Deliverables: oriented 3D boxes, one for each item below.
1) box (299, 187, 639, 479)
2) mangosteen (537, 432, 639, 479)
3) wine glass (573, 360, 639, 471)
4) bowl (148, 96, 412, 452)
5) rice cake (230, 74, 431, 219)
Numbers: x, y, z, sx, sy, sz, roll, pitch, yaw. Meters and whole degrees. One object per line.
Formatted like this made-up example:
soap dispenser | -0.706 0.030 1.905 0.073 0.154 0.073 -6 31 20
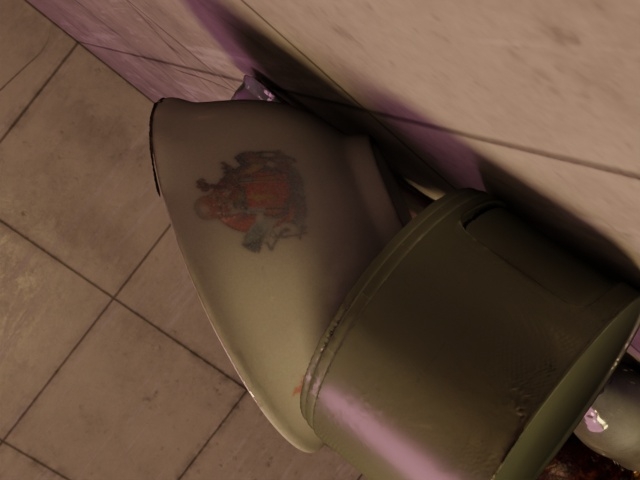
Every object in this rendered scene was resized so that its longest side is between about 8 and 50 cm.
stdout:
box | 0.112 0.091 0.740 0.149 0.226 0.226 36 177 22
mangosteen | 0.330 0.267 1.232 0.262 0.235 0.235 4 158 32
wine glass | 0.299 0.168 1.041 0.222 0.103 0.103 39 177 -41
bowl | 0.000 0.000 0.895 0.345 0.157 0.345 -23 -90 -80
rice cake | 0.027 -0.076 1.023 0.290 0.051 0.081 36 144 13
